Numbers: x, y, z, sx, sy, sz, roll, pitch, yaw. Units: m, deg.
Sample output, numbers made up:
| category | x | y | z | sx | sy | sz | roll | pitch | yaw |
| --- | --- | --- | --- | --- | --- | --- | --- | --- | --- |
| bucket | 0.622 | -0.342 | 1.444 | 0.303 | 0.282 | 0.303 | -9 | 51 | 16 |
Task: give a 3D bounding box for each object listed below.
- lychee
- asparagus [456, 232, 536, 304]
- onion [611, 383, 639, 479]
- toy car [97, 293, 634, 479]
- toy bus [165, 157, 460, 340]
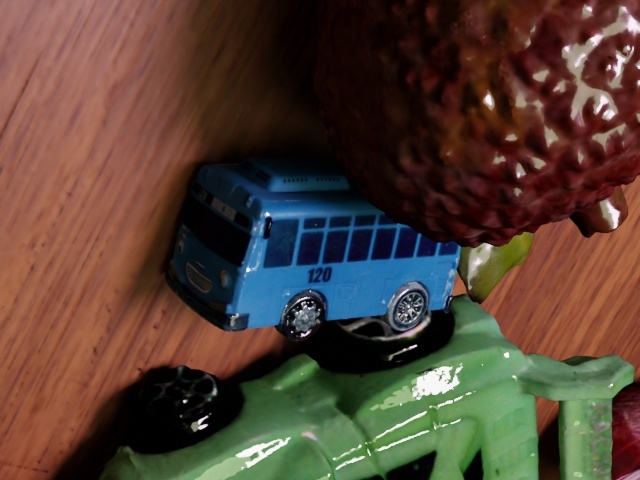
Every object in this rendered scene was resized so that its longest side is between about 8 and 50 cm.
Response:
| category | x | y | z | sx | sy | sz | roll | pitch | yaw |
| --- | --- | --- | --- | --- | --- | --- | --- | --- | --- |
| lychee | 0.114 | -0.123 | 0.711 | 0.260 | 0.260 | 0.261 | -17 | 122 | -28 |
| asparagus | 0.177 | -0.115 | 0.869 | 0.082 | 0.085 | 0.343 | 30 | 90 | -35 |
| onion | 0.302 | 0.175 | 1.097 | 0.206 | 0.098 | 0.151 | 8 | 132 | -40 |
| toy car | 0.030 | 0.172 | 0.852 | 0.358 | 0.176 | 0.213 | -20 | 123 | -25 |
| toy bus | 0.000 | 0.000 | 0.797 | 0.184 | 0.090 | 0.106 | -3 | 115 | -37 |
